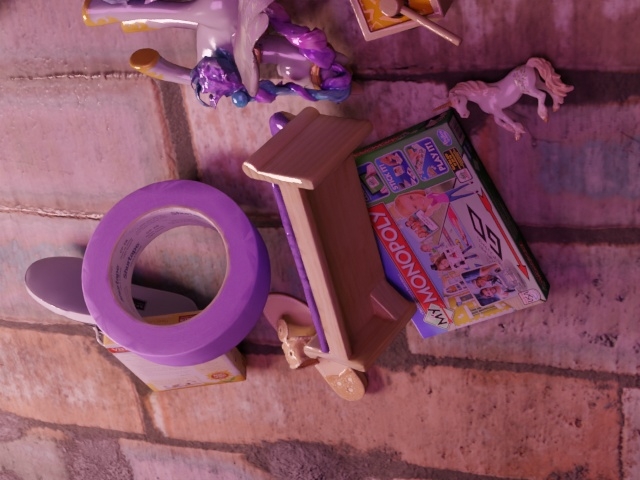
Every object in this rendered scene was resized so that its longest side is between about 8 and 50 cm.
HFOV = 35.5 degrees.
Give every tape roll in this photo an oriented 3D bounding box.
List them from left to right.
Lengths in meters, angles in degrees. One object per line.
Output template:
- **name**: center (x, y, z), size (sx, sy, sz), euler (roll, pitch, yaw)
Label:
- **tape roll**: center (-0.218, 0.050, 1.524), size (0.275, 0.274, 0.090), euler (11, 166, 13)

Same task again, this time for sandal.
- **sandal**: center (-0.015, 0.191, 1.655), size (0.088, 0.079, 0.240), euler (-34, 105, 34)

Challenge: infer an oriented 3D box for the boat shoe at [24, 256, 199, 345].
- **boat shoe**: center (-0.358, 0.117, 1.721), size (0.306, 0.113, 0.105), euler (13, 142, -3)

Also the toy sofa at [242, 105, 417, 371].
- **toy sofa**: center (0.000, 0.000, 1.427), size (0.177, 0.150, 0.362), euler (15, 136, 35)

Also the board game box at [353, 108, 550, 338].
- **board game box**: center (0.172, -0.014, 1.473), size (0.214, 0.046, 0.317), euler (-22, 112, 30)

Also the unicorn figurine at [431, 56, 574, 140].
- **unicorn figurine**: center (0.245, -0.188, 1.332), size (0.162, 0.060, 0.111), euler (-38, 103, 18)

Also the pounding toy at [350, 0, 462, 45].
- **pounding toy**: center (0.106, -0.313, 1.268), size (0.130, 0.100, 0.141), euler (-12, 117, 27)

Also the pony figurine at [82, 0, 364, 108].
- **pony figurine**: center (-0.118, -0.303, 1.286), size (0.364, 0.302, 0.351), euler (14, 157, 8)

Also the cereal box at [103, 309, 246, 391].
- **cereal box**: center (-0.235, 0.187, 1.660), size (0.173, 0.047, 0.240), euler (-7, 152, 8)
